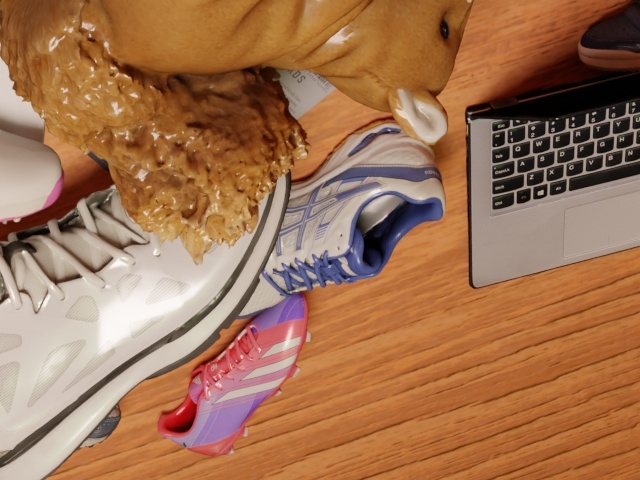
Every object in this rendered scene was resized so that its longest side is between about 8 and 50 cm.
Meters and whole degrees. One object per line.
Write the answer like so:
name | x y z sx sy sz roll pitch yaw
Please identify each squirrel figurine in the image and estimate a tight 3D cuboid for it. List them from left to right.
squirrel figurine | -0.055 -0.188 1.275 0.370 0.281 0.397 26 107 -47

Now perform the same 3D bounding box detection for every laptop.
laptop | 0.369 -0.073 1.553 0.382 0.236 0.408 -13 132 -9

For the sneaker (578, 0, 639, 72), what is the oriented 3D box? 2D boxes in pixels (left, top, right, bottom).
sneaker | 0.387 -0.273 1.487 0.282 0.099 0.153 -14 118 10

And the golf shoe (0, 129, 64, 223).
golf shoe | -0.352 -0.093 1.217 0.306 0.115 0.140 7 122 -27

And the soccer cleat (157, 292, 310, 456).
soccer cleat | -0.096 0.151 1.679 0.095 0.083 0.248 17 124 -26

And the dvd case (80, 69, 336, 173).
dvd case | -0.118 -0.141 1.452 0.239 0.029 0.179 -38 131 12

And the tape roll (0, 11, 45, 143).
tape roll | -0.390 -0.128 1.314 0.286 0.100 0.286 -10 131 -12

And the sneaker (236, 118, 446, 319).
sneaker | 0.000 0.000 1.549 0.296 0.131 0.112 -40 133 17

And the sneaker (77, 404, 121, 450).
sneaker | -0.289 0.119 1.559 0.122 0.110 0.283 -38 132 8

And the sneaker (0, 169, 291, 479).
sneaker | -0.235 0.033 1.360 0.447 0.169 0.257 -47 142 4
